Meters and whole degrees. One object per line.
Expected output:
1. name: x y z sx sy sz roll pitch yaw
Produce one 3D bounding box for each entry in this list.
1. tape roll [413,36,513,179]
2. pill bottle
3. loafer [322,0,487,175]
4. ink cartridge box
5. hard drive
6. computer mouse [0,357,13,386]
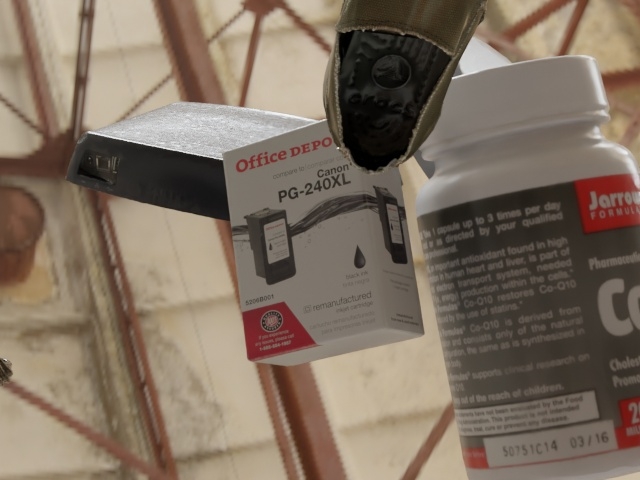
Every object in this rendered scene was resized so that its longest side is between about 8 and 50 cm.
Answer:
1. tape roll: 0.160 -0.068 1.286 0.219 0.072 0.219 39 -156 -22
2. pill bottle: 0.156 0.022 1.086 0.161 0.161 0.283 -10 -93 -21
3. loafer: 0.057 -0.139 0.831 0.094 0.251 0.087 9 -144 -2
4. ink cartridge box: 0.000 0.000 1.041 0.063 0.109 0.150 15 -117 -59
5. hard drive: -0.075 -0.069 1.332 0.255 0.054 0.172 13 -157 32
6. computer mouse: -0.319 0.014 1.158 0.262 0.184 0.060 36 -115 21
